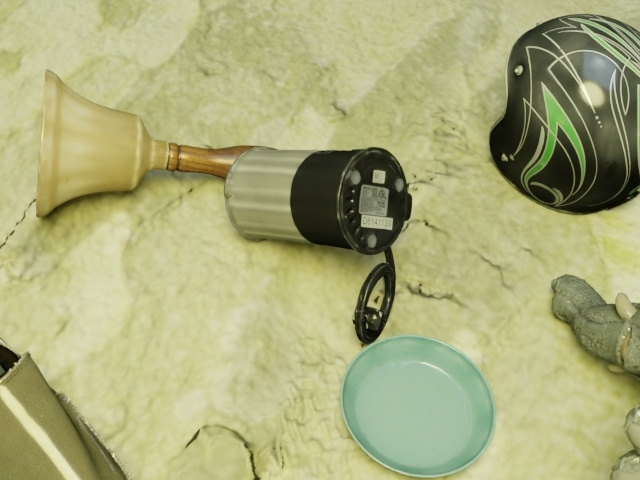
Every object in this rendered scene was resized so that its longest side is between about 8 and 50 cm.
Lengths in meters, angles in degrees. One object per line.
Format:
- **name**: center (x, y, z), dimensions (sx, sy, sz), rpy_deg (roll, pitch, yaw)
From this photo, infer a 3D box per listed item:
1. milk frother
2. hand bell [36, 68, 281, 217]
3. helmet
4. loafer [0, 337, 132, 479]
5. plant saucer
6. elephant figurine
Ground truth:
- **milk frother**: center (0.000, 0.000, 0.667), dimensions (0.135, 0.129, 0.143), rpy_deg (7, 74, 44)
- **hand bell**: center (-0.124, -0.075, 0.717), dimensions (0.242, 0.126, 0.126), rpy_deg (4, 50, -18)
- **helmet**: center (0.247, -0.122, 0.744), dimensions (0.169, 0.161, 0.169), rpy_deg (3, 51, -4)
- **loafer**: center (-0.213, 0.130, 0.535), dimensions (0.251, 0.087, 0.094), rpy_deg (35, 56, 20)
- **plant saucer**: center (0.073, 0.128, 0.612), dimensions (0.119, 0.021, 0.119), rpy_deg (4, 51, -5)
- **elephant figurine**: center (0.283, 0.089, 0.570), dimensions (0.186, 0.169, 0.239), rpy_deg (39, 29, -3)
